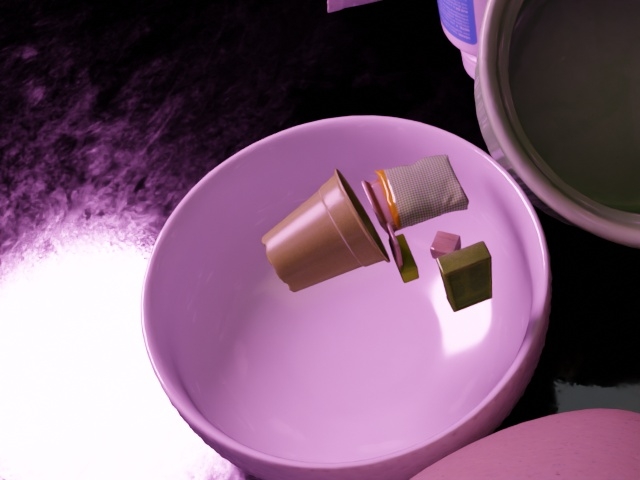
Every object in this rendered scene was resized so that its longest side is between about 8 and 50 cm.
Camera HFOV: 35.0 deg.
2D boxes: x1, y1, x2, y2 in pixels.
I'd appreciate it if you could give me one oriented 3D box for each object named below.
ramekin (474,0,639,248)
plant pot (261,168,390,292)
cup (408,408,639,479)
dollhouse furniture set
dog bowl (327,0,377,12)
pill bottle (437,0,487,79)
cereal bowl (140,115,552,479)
[{"bbox_3d":[0.275,-0.141,0.861,0.303,0.148,0.303,0,89,0],"label":"ramekin"},{"bbox_3d":[0.000,0.000,0.787,0.079,0.083,0.083,-31,53,8],"label":"plant pot"},{"bbox_3d":[0.165,0.239,0.625,0.331,0.331,0.237,14,34,23],"label":"cup"},{"bbox_3d":[0.084,-0.021,0.785,0.076,0.059,0.152,-20,53,-1],"label":"dollhouse furniture set"},{"bbox_3d":[0.059,-0.422,1.090,0.102,0.349,0.349,1,55,1],"label":"dog bowl"},{"bbox_3d":[0.174,-0.260,1.004,0.124,0.221,0.124,-7,54,9],"label":"pill bottle"},{"bbox_3d":[0.027,0.062,0.864,0.338,0.141,0.339,-7,55,10],"label":"cereal bowl"}]
